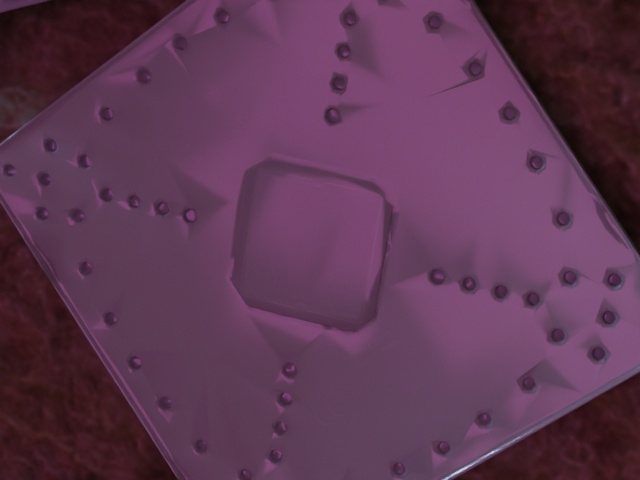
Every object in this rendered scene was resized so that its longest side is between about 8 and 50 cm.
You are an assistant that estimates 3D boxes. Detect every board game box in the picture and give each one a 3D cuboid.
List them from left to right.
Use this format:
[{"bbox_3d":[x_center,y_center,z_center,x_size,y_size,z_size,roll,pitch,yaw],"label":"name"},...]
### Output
[{"bbox_3d":[0.000,0.000,1.145,0.390,0.050,0.390,-34,88,22],"label":"board game box"}]

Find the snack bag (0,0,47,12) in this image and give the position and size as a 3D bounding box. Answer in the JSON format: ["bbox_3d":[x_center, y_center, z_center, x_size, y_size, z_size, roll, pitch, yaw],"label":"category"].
[{"bbox_3d":[-0.260,-0.318,1.117,0.342,0.037,0.323,-6,100,42],"label":"snack bag"}]
